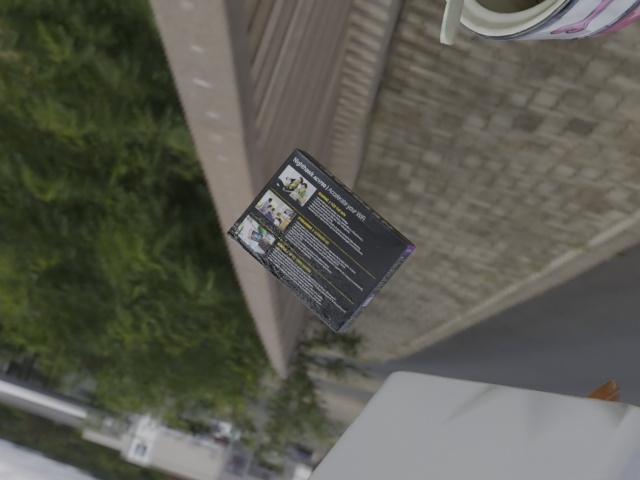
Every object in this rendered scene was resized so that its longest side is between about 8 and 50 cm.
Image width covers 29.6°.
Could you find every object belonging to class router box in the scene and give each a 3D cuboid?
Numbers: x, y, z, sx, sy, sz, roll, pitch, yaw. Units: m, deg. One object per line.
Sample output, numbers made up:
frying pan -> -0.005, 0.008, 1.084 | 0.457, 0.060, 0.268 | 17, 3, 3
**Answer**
router box -> 0.000, 0.000, 1.407 | 0.179, 0.133, 0.046 | 42, -171, 12

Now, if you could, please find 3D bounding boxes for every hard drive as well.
hard drive -> 0.033, 0.207, 0.679 | 0.210, 0.319, 0.040 | 2, 132, 48

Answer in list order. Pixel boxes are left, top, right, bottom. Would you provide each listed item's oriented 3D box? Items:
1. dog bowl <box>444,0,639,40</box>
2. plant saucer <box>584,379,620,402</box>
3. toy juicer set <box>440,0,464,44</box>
dog bowl -> 0.315, -0.431, 1.490 | 0.150, 0.408, 0.408 | 10, 174, -28
plant saucer -> 0.265, 0.233, 1.376 | 0.037, 0.200, 0.200 | 51, 177, 17
toy juicer set -> 0.037, -0.293, 0.931 | 0.089, 0.209, 0.329 | 30, -169, 36
